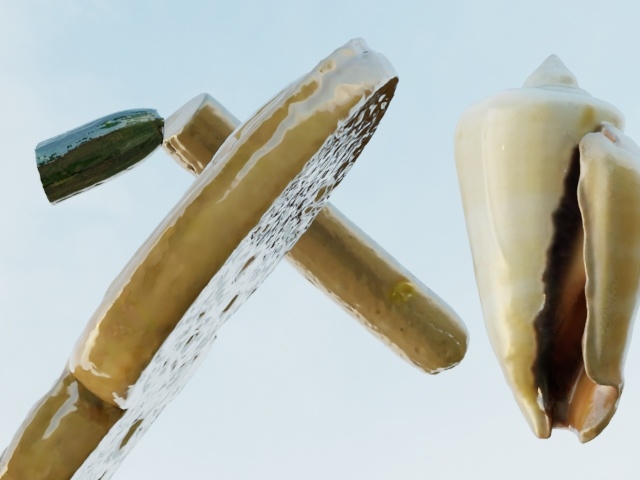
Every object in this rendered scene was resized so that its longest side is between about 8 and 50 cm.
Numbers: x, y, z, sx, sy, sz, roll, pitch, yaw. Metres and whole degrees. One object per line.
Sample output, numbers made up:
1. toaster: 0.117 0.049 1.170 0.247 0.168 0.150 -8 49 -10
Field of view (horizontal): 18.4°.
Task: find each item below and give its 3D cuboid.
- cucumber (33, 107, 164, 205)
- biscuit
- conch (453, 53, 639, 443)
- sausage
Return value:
1. cucumber: -0.157 -0.067 1.429 0.105 0.048 0.048 -23 -41 10
2. biscuit: -0.065 0.031 0.852 0.289 0.044 0.202 -51 -4 26
3. conch: 0.171 0.001 1.340 0.127 0.158 0.255 -10 -82 -46
4. sausage: -0.001 -0.001 1.541 0.301 0.066 0.066 43 -82 -15
